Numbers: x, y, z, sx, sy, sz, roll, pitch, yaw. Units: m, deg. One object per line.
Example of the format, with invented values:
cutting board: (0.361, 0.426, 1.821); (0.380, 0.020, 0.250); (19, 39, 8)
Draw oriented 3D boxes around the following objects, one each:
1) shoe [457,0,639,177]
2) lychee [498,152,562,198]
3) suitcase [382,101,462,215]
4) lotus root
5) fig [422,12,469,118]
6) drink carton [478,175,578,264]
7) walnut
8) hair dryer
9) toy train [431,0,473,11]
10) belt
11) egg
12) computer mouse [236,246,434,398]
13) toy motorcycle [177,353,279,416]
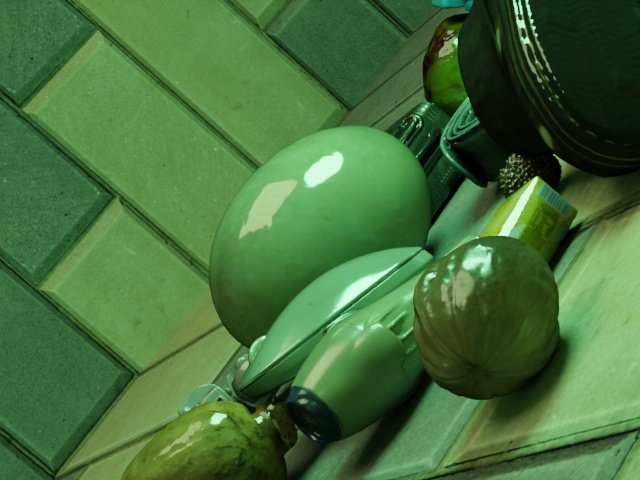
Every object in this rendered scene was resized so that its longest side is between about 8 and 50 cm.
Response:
shoe: (0.260, -0.178, 1.594); (0.237, 0.171, 0.384); (99, 161, -48)
lychee: (0.246, -0.075, 1.704); (0.083, 0.068, 0.067); (-69, 13, -14)
suitcase: (0.099, -0.077, 2.263); (0.202, 0.128, 0.312); (-53, 10, -32)
lotus root: (-0.133, 0.278, 1.712); (0.257, 0.154, 0.140); (-35, 20, 14)
fig: (0.246, -0.270, 2.290); (0.191, 0.181, 0.181); (-22, 14, 11)
drink carton: (0.189, 0.028, 1.499); (0.200, 0.074, 0.084); (-55, 10, -33)
walnut: (0.150, 0.070, 1.315); (0.140, 0.140, 0.162); (-42, 1, 40)
hair dryer: (0.084, 0.111, 1.658); (0.296, 0.119, 0.298); (-43, -5, -5)
toy train: (0.326, -0.438, 2.228); (0.300, 0.188, 0.265); (-7, 12, -6)
belt: (0.264, -0.183, 1.936); (0.267, 0.116, 0.206); (-49, 12, -22)
egg: (0.000, 0.000, 1.970); (0.352, 0.258, 0.258); (-43, 7, -14)
computer mouse: (0.013, 0.090, 1.779); (0.288, 0.097, 0.159); (-28, -4, -16)
toy motorcycle: (-0.147, 0.267, 2.120); (0.254, 0.112, 0.112); (-49, 8, 3)
